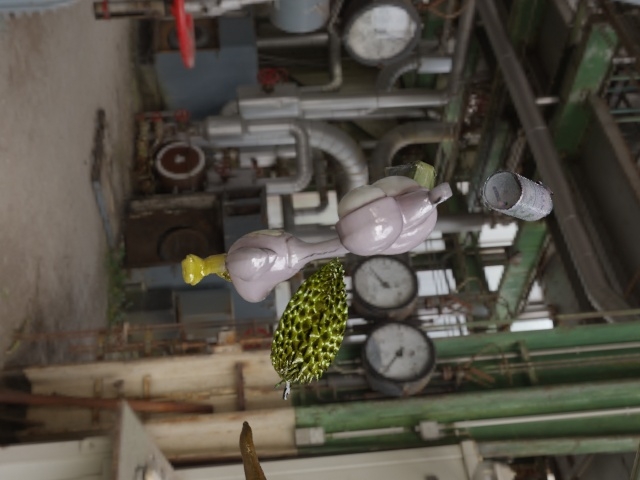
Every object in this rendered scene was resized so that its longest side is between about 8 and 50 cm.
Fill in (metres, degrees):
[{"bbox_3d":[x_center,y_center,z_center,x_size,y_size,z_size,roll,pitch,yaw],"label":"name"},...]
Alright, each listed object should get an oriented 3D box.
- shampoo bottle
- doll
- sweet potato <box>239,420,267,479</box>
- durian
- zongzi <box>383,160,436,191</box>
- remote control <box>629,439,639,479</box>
[{"bbox_3d":[0.329,-0.069,1.254,0.214,0.072,0.072,8,76,-59],"label":"shampoo bottle"},{"bbox_3d":[0.001,0.001,0.966,0.160,0.365,0.094,-3,73,-61],"label":"doll"},{"bbox_3d":[-0.074,0.255,0.855,0.026,0.026,0.115,95,-23,-62],"label":"sweet potato"},{"bbox_3d":[-0.016,0.126,1.028,0.100,0.086,0.215,-69,-178,-83],"label":"durian"},{"bbox_3d":[0.107,-0.054,1.055,0.113,0.052,0.104,5,-101,61],"label":"zongzi"},{"bbox_3d":[0.302,0.114,0.632,0.038,0.098,0.234,21,-69,41],"label":"remote control"}]
